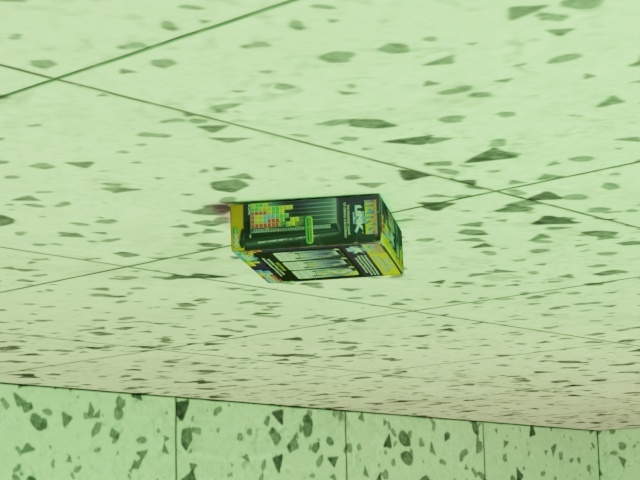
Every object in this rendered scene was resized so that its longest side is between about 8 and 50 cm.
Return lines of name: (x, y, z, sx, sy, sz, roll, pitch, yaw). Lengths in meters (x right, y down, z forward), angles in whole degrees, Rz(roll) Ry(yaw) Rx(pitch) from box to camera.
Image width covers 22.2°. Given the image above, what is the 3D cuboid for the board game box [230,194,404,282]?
board game box: (0.000, 0.000, 1.548, 0.141, 0.048, 0.170, -5, 168, 8)
